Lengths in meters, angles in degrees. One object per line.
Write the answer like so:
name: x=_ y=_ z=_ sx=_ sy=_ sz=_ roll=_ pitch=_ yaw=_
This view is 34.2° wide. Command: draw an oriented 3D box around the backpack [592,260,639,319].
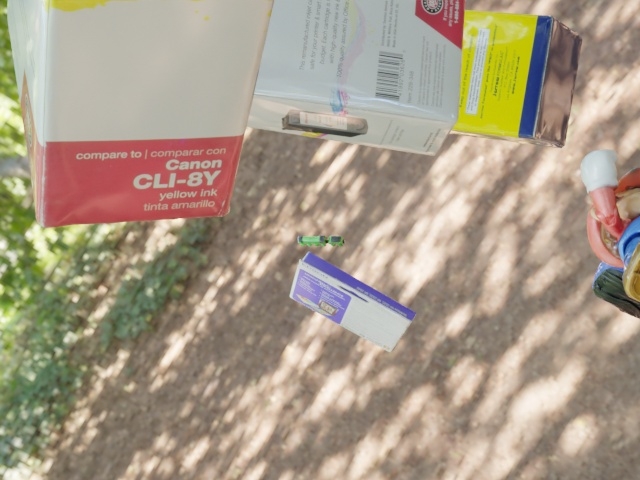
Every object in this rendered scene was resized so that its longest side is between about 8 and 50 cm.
backpack: x=0.542 y=0.071 z=1.825 sx=0.101 sy=0.120 sz=0.098 roll=-61 pitch=-9 yaw=-46

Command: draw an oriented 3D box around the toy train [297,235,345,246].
toy train: x=0.000 y=0.000 z=1.724 sx=0.083 sy=0.024 sz=0.017 roll=1 pitch=75 yaw=19

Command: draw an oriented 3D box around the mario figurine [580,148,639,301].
mario figurine: x=0.432 y=-0.020 z=1.313 sx=0.170 sy=0.198 sz=0.320 roll=-13 pitch=20 yaw=9

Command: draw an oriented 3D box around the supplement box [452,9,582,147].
supplement box: x=0.229 y=-0.277 z=1.747 sx=0.357 sy=0.194 sz=0.195 roll=11 pitch=95 yaw=27

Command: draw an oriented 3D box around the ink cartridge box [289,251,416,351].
ink cartridge box: x=0.054 y=0.098 z=1.721 sx=0.045 sy=0.206 sz=0.208 roll=-59 pitch=-5 yaw=-19

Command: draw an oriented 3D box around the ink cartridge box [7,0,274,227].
ink cartridge box: x=-0.138 y=-0.241 z=0.761 sx=0.384 sy=0.160 sz=0.279 roll=107 pitch=152 yaw=-45

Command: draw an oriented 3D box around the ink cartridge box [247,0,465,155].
ink cartridge box: x=0.030 y=-0.255 z=1.393 sx=0.131 sy=0.306 sz=0.226 roll=109 pitch=168 yaw=-72
